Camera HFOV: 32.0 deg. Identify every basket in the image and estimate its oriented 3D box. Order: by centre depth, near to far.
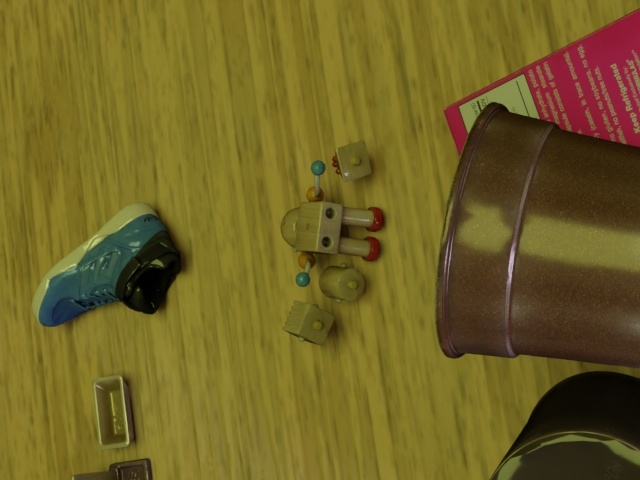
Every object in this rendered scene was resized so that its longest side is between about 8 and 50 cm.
[{"bbox_3d":[0.193,0.186,0.743,0.154,0.227,0.204,-31,74,16],"label":"basket"}]

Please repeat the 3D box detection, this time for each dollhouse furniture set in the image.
[{"bbox_3d":[-0.213,0.181,0.989,0.091,0.081,0.114,-12,80,21],"label":"dollhouse furniture set"}]

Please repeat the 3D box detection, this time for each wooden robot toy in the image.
[{"bbox_3d":[0.000,0.000,0.945,0.079,0.076,0.173,4,85,58],"label":"wooden robot toy"}]

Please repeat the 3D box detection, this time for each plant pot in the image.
[{"bbox_3d":[0.173,0.008,0.686,0.165,0.167,0.166,11,88,21],"label":"plant pot"}]

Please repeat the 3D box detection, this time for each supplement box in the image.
[{"bbox_3d":[0.218,-0.087,0.801,0.220,0.111,0.113,-24,76,34],"label":"supplement box"}]

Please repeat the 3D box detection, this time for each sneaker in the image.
[{"bbox_3d":[-0.191,0.044,1.008,0.152,0.058,0.084,-41,62,6],"label":"sneaker"}]
